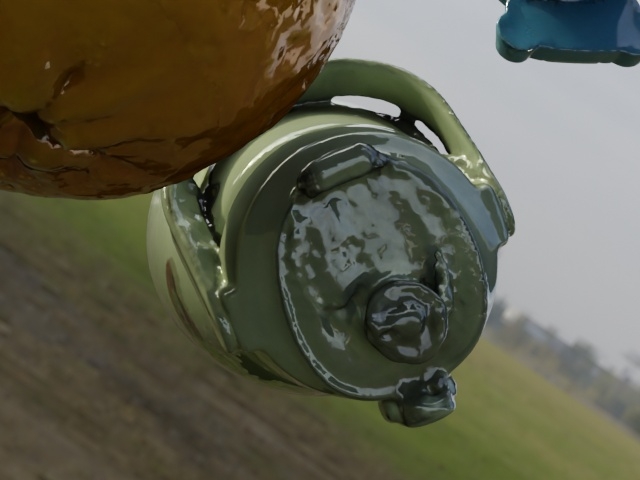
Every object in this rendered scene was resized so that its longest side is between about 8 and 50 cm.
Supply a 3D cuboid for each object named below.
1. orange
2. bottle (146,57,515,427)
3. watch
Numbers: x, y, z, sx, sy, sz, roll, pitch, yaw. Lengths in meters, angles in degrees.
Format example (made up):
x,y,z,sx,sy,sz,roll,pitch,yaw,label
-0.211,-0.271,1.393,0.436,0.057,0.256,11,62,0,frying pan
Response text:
x,y,z,sx,sy,sz,roll,pitch,yaw,label
-0.139,-0.170,1.048,0.340,0.293,0.341,7,-30,4,orange
0.000,0.000,1.274,0.229,0.229,0.351,34,-2,-10,bottle
0.182,-0.238,1.321,0.211,0.211,0.193,34,-30,12,watch
